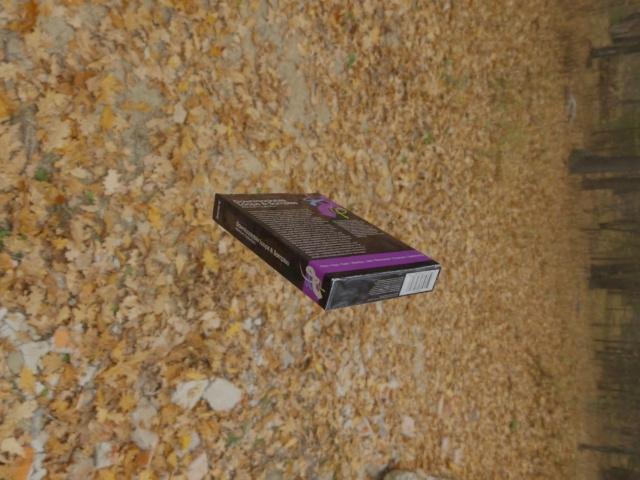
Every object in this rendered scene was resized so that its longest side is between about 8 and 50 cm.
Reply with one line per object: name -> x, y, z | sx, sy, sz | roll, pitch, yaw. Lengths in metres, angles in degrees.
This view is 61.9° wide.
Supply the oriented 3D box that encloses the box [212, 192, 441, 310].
box -> 0.000, 0.000, 0.437 | 0.116, 0.162, 0.029 | -4, 118, -40
